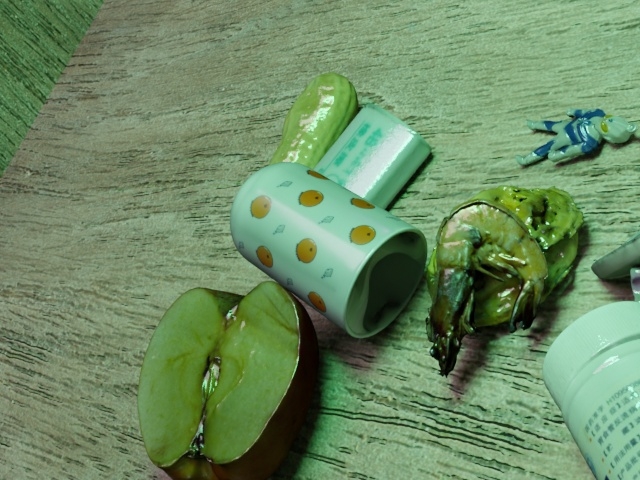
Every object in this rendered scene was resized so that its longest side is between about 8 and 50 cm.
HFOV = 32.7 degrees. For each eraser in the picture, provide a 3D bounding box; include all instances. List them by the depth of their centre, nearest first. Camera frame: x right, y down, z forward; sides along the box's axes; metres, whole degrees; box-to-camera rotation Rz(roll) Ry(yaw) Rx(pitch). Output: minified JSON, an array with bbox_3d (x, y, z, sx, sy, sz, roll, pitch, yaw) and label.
[{"bbox_3d":[0.479,-0.002,1.554,0.204,0.243,0.059,-39,83,12],"label":"eraser"},{"bbox_3d":[0.066,-0.116,2.119,0.290,0.104,0.189,-51,46,-2],"label":"eraser"}]

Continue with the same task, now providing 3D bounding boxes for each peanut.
[{"bbox_3d":[-0.022,-0.199,2.259,0.147,0.147,0.319,12,74,48],"label":"peanut"}]

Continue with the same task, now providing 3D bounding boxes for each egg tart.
[{"bbox_3d":[0.290,0.003,1.787,0.297,0.132,0.297,-25,39,22],"label":"egg tart"}]

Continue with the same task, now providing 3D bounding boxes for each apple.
[{"bbox_3d":[-0.162,0.244,1.889,0.329,0.295,0.365,119,163,-60],"label":"apple"}]

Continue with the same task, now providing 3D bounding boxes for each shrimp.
[{"bbox_3d":[0.258,0.082,1.688,0.178,0.075,0.289,8,92,18],"label":"shrimp"}]

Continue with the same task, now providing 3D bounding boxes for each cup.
[{"bbox_3d":[0.000,0.000,1.912,0.317,0.212,0.212,33,83,31],"label":"cup"}]

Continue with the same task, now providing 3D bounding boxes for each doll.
[{"bbox_3d":[0.440,-0.187,1.855,0.227,0.057,0.114,-4,52,45],"label":"doll"}]

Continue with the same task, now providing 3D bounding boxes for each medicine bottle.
[{"bbox_3d":[0.427,0.247,1.383,0.190,0.190,0.332,-38,39,14],"label":"medicine bottle"}]

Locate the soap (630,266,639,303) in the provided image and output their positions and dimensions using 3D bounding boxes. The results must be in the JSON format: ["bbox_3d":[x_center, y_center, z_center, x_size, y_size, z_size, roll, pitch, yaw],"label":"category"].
[{"bbox_3d":[0.538,0.058,1.489,0.203,0.122,0.065,-14,76,38],"label":"soap"}]
